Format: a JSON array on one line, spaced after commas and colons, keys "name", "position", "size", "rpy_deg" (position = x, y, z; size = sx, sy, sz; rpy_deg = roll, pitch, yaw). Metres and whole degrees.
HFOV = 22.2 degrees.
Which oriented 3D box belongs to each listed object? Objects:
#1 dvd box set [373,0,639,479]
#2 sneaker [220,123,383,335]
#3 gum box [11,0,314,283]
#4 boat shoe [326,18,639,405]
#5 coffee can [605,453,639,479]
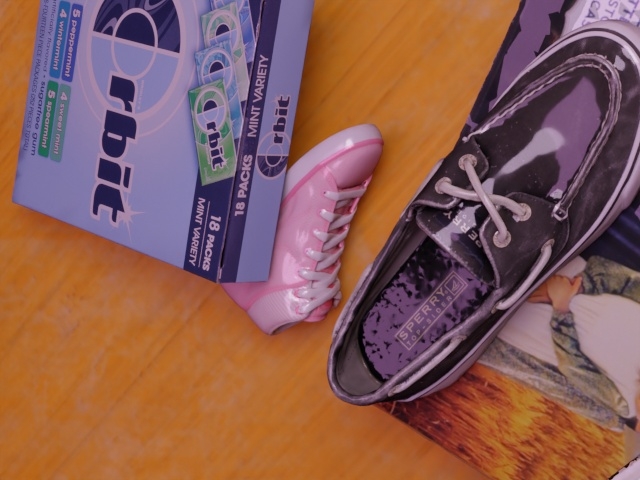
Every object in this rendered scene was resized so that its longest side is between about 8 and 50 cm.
[{"name": "dvd box set", "position": [0.247, 0.042, 0.746], "size": [0.420, 0.062, 0.307], "rpy_deg": [31, 108, 22]}, {"name": "sneaker", "position": [0.000, 0.000, 0.875], "size": [0.134, 0.051, 0.070], "rpy_deg": [-44, 71, 31]}, {"name": "gum box", "position": [-0.091, -0.075, 0.894], "size": [0.184, 0.041, 0.157], "rpy_deg": [19, 103, 43]}, {"name": "boat shoe", "position": [0.080, -0.006, 0.755], "size": [0.078, 0.070, 0.219], "rpy_deg": [41, 112, 19]}, {"name": "coffee can", "position": [0.189, 0.227, 0.633], "size": [0.275, 0.201, 0.201], "rpy_deg": [49, 113, 21]}]
